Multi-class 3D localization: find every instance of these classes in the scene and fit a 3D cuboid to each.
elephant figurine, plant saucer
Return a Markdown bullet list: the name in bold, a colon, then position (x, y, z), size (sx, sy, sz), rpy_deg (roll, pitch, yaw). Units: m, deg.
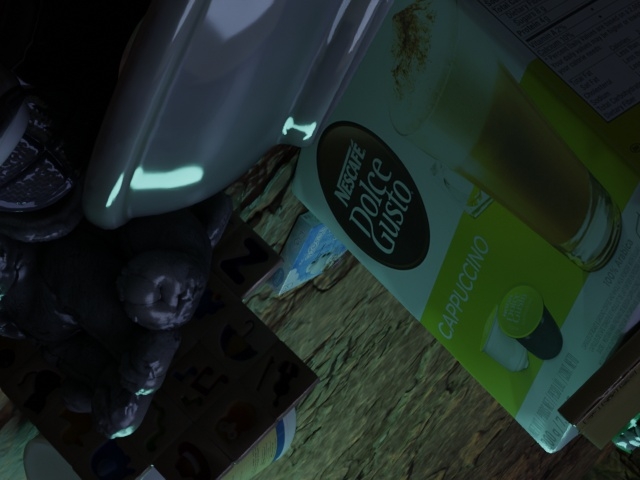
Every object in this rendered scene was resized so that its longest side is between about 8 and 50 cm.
- **elephant figurine**: position (-0.196, 0.008, 1.244), size (0.186, 0.239, 0.169), rpy_deg (-105, -140, -82)
- **plant saucer**: position (0.000, -0.167, 1.119), size (0.400, 0.100, 0.400), rpy_deg (-62, 179, -1)

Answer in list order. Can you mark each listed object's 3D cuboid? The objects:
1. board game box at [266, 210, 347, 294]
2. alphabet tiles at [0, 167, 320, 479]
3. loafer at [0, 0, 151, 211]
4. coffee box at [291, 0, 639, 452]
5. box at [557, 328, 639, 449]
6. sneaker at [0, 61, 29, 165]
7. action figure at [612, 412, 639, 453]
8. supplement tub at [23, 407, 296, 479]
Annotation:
- **board game box**: position (0.000, 0.000, 1.800), size (0.090, 0.020, 0.090), rpy_deg (-26, 152, -43)
- **alphabet tiles**: position (-0.120, 0.057, 1.328), size (0.198, 0.237, 0.009), rpy_deg (-44, 157, -5)
- **loafer**: position (-0.138, -0.160, 1.122), size (0.109, 0.095, 0.303), rpy_deg (13, 119, -33)
- **coffee box**: position (0.226, -0.105, 1.584), size (0.338, 0.334, 0.338), rpy_deg (-32, 157, -31)
- **box**: position (0.268, 0.076, 1.496), size (0.201, 0.021, 0.164), rpy_deg (-45, 161, 2)
- **sneaker**: position (-0.281, 0.004, 1.091), size (0.297, 0.111, 0.129), rpy_deg (-38, 158, 1)
- **action figure**: position (0.304, 0.130, 1.641), size (0.137, 0.063, 0.232), rpy_deg (-36, 175, -30)
- **supplement tub**: position (-0.135, 0.168, 1.661), size (0.199, 0.144, 0.144), rpy_deg (-33, 157, -33)
